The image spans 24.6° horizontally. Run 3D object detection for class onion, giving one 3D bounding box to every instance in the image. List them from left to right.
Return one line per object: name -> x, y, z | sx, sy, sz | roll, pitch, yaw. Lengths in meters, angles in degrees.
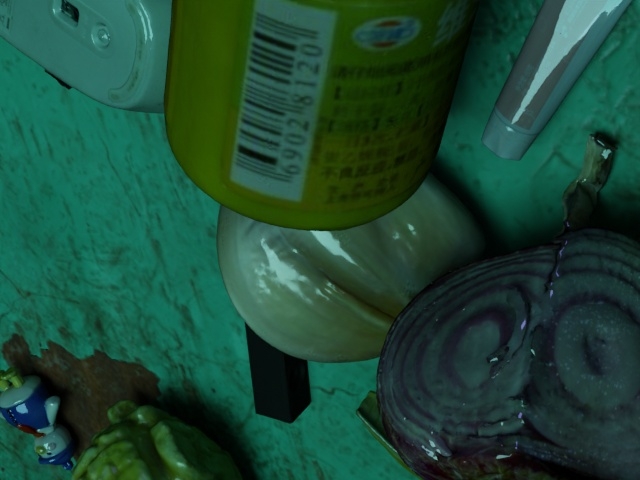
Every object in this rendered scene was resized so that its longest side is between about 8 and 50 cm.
onion -> 0.183, 0.123, 1.177 | 0.256, 0.272, 0.230 | 45, 144, -7

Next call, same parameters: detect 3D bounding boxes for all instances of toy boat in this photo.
toy boat -> 0.114, 0.193, 1.365 | 0.172, 0.065, 0.066 | 24, 143, 17

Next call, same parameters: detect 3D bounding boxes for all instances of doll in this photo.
doll -> -0.320, 0.203, 1.658 | 0.098, 0.057, 0.143 | -13, 116, 36

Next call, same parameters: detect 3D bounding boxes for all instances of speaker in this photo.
speaker -> -0.045, 0.085, 1.415 | 0.046, 0.040, 0.191 | 13, 125, 28

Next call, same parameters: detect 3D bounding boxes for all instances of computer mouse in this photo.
computer mouse -> -0.204, -0.223, 1.287 | 0.288, 0.097, 0.159 | 36, 133, 23

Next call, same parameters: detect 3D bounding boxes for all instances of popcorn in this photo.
popcorn -> -0.175, 0.273, 1.528 | 0.167, 0.185, 0.187 | 14, 136, 47

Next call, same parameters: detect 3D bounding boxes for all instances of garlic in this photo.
garlic -> 0.000, 0.000, 1.269 | 0.228, 0.110, 0.217 | 43, 116, 10

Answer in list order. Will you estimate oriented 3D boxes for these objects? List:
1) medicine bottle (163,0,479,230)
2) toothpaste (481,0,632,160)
medicine bottle -> 0.009, -0.210, 1.043 | 0.224, 0.224, 0.384 | 27, 138, 16
toothpaste -> 0.182, -0.148, 1.127 | 0.067, 0.043, 0.194 | 35, 126, 11
